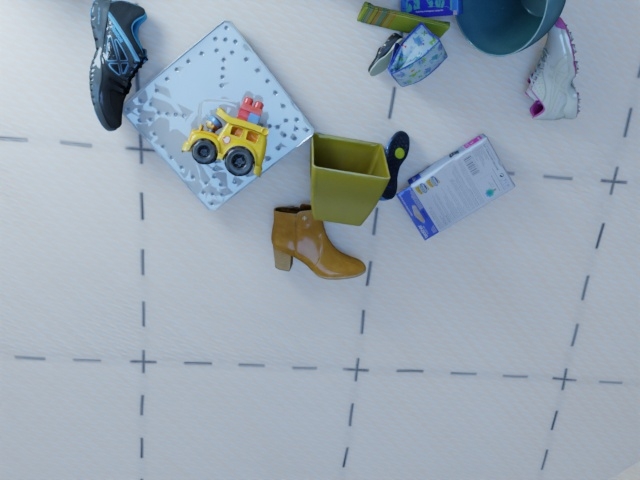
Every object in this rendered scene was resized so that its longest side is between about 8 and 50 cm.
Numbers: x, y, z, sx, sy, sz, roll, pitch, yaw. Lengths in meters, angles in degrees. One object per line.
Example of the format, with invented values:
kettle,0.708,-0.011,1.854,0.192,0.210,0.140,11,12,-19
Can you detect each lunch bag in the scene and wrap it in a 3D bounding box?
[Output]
lunch bag,0.253,-0.489,1.815,0.151,0.129,0.096,-46,70,12

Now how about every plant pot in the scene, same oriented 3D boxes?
plant pot,0.062,-0.162,1.910,0.212,0.212,0.187,9,123,-8
plant pot,0.515,-0.635,1.730,0.195,0.290,0.290,-22,116,-33

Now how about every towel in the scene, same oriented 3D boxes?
towel,0.220,-0.586,1.803,0.237,0.102,0.021,10,86,-9

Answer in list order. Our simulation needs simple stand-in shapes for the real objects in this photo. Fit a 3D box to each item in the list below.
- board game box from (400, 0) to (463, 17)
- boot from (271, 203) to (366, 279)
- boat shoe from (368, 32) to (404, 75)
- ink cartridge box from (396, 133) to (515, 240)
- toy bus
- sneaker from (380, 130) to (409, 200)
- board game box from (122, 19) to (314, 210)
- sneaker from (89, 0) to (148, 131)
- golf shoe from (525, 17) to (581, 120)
board game box,0.285,-0.691,1.751,0.160,0.047,0.210,5,114,27
boot,-0.001,-0.001,2.010,0.295,0.104,0.211,6,118,1
boat shoe,0.178,-0.511,1.858,0.133,0.042,0.049,-48,149,17
ink cartridge box,0.395,-0.156,2.003,0.311,0.065,0.186,-33,110,7
toy bus,-0.242,-0.289,1.818,0.220,0.149,0.211,17,96,-8
sneaker,0.199,-0.218,1.965,0.069,0.082,0.209,15,90,-20
board game box,-0.283,-0.341,1.889,0.390,0.050,0.390,-36,109,10
sneaker,-0.526,-0.456,1.766,0.140,0.125,0.340,2,101,-9
golf shoe,0.632,-0.456,1.852,0.140,0.115,0.306,-11,127,13
